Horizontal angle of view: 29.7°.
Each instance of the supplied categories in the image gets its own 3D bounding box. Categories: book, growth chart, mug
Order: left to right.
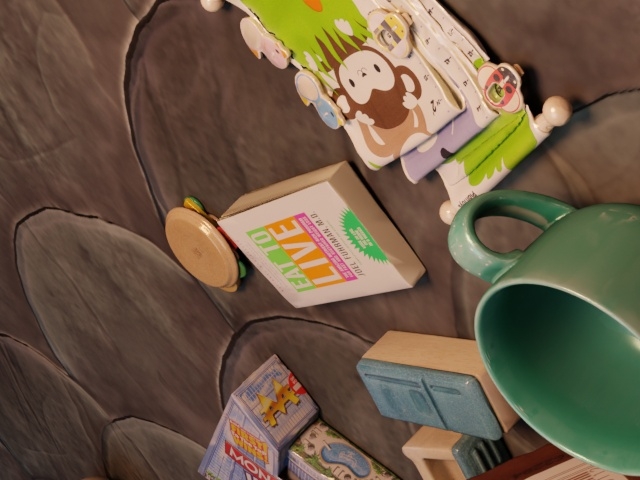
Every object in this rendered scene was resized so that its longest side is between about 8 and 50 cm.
[{"bbox_3d":[0.000,0.000,0.863,0.096,0.035,0.144,52,148,-15],"label":"book"},{"bbox_3d":[0.026,-0.110,0.713,0.237,0.021,0.172,43,150,8],"label":"growth chart"},{"bbox_3d":[0.156,0.034,0.639,0.129,0.097,0.158,1,126,51],"label":"mug"}]

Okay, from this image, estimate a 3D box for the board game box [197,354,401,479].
[{"bbox_3d":[-0.025,0.200,1.086,0.194,0.060,0.194,34,147,22],"label":"board game box"}]

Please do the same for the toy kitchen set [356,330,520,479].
[{"bbox_3d":[0.081,0.198,0.848,0.122,0.166,0.207,1,126,51],"label":"toy kitchen set"}]

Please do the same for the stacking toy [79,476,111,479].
[{"bbox_3d":[-0.203,0.553,1.487,0.479,0.351,0.351,33,147,5],"label":"stacking toy"}]

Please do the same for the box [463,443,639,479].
[{"bbox_3d":[0.215,0.325,0.730,0.191,0.143,0.382,-122,9,-79],"label":"box"}]

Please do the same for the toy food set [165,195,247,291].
[{"bbox_3d":[-0.094,0.005,0.990,0.083,0.020,0.082,43,149,9],"label":"toy food set"}]
